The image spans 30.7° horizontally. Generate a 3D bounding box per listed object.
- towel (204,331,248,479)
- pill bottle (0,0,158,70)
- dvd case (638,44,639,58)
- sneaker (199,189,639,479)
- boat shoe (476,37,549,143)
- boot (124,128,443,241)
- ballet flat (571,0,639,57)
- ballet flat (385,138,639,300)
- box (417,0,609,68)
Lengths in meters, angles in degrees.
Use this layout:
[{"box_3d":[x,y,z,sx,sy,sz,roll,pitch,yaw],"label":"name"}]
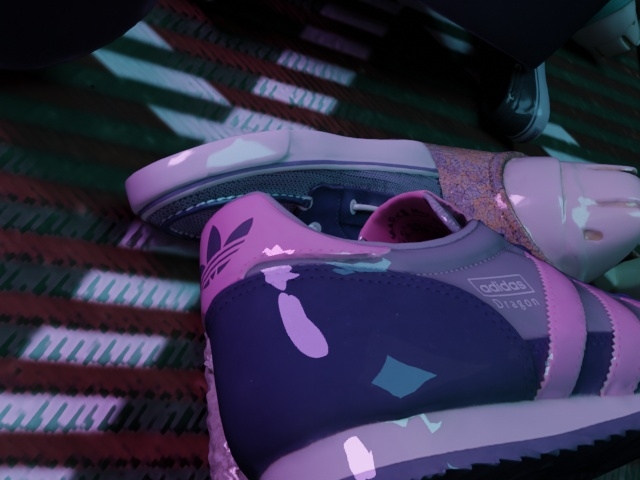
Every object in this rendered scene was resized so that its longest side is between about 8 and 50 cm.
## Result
[{"box_3d":[0.040,0.149,0.461,0.187,0.049,0.282,24,42,-34],"label":"towel"},{"box_3d":[-0.153,-0.187,0.499,0.123,0.123,0.219,-12,67,-52],"label":"pill bottle"},{"box_3d":[0.363,-0.096,1.088,0.165,0.018,0.221,35,37,-19],"label":"dvd case"},{"box_3d":[0.085,0.036,0.484,0.319,0.112,0.131,3,57,-49],"label":"sneaker"},{"box_3d":[0.133,-0.131,0.836,0.040,0.049,0.142,26,43,-30],"label":"boat shoe"},{"box_3d":[0.000,0.000,0.543,0.190,0.069,0.086,-6,74,-45],"label":"boot"},{"box_3d":[0.259,-0.208,1.027,0.247,0.083,0.087,-32,98,-54],"label":"ballet flat"},{"box_3d":[0.171,0.018,0.683,0.316,0.106,0.107,35,37,-21],"label":"ballet flat"},{"box_3d":[0.054,-0.291,0.714,0.296,0.183,0.294,12,39,-56],"label":"box"}]
